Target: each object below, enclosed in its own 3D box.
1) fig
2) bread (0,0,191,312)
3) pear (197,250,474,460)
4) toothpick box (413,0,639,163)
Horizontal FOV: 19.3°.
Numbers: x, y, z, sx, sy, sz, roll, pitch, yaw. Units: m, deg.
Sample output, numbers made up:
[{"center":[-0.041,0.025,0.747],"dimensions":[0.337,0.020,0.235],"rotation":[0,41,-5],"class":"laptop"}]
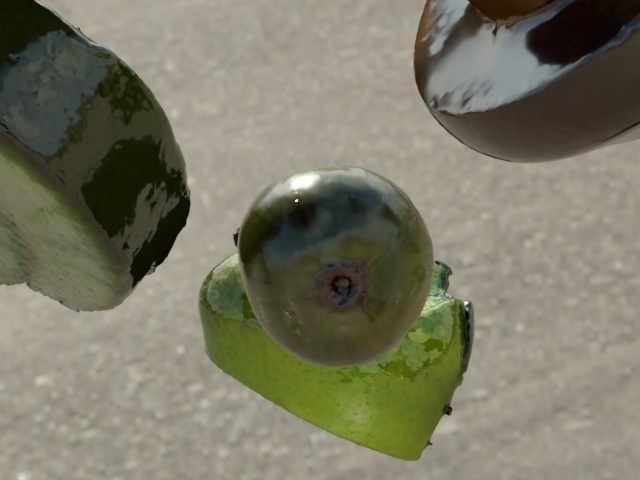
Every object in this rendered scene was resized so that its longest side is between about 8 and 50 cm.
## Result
[{"center":[0.000,0.000,1.479],"dimensions":[0.151,0.151,0.259],"rotation":[-14,18,-7],"class":"fig"},{"center":[-0.281,-0.085,1.496],"dimensions":[0.366,0.382,0.129],"rotation":[-23,34,60],"class":"bread"},{"center":[0.003,0.075,1.913],"dimensions":[0.292,0.159,0.292],"rotation":[20,16,-6],"class":"pear"},{"center":[0.048,-0.160,0.650],"dimensions":[0.192,0.294,0.192],"rotation":[-39,27,25],"class":"toothpick box"}]
